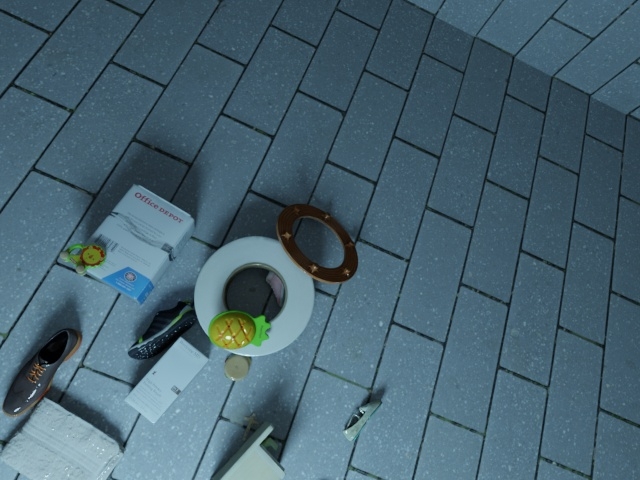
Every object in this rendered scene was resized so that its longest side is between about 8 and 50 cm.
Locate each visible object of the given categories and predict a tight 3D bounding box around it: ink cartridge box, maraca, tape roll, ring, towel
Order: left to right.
[{"bbox_3d":[-0.709,0.586,1.227,0.282,0.049,0.187,33,66,-2],"label":"towel"},{"bbox_3d":[-0.579,0.012,1.410,0.223,0.129,0.307,31,68,-2],"label":"ink cartridge box"},{"bbox_3d":[-0.243,0.270,1.337,0.186,0.099,0.127,6,106,-17],"label":"maraca"},{"bbox_3d":[-0.210,0.178,1.447,0.392,0.072,0.391,1,77,-4],"label":"tape roll"},{"bbox_3d":[0.000,0.000,1.535,0.337,0.032,0.336,25,40,-23],"label":"ring"}]

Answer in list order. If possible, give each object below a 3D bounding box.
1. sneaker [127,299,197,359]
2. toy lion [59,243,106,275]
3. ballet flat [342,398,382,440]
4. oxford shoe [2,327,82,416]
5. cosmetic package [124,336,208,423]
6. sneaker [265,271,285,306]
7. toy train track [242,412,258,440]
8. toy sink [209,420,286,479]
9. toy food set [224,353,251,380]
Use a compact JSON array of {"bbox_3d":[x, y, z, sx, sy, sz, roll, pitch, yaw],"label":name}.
[{"bbox_3d":[-0.497,0.275,1.386,0.235,0.084,0.097,-34,59,-23],"label":"sneaker"},{"bbox_3d":[-0.683,0.046,1.290,0.100,0.034,0.096,40,62,2],"label":"toy lion"},{"bbox_3d":[0.136,0.576,1.453,0.052,0.057,0.168,40,66,11],"label":"ballet flat"},{"bbox_3d":[-0.797,0.364,1.250,0.097,0.098,0.271,30,67,-4],"label":"oxford shoe"},{"bbox_3d":[-0.456,0.415,1.333,0.117,0.085,0.231,39,68,0],"label":"cosmetic package"},{"bbox_3d":[-0.154,0.159,1.521,0.070,0.051,0.134,2,80,4],"label":"sneaker"},{"bbox_3d":[-0.222,0.578,1.377,0.048,0.014,0.083,24,68,-6],"label":"toy train track"},{"bbox_3d":[-0.190,0.662,1.284,0.131,0.153,0.234,45,66,3],"label":"toy sink"},{"bbox_3d":[-0.268,0.405,1.420,0.083,0.020,0.083,14,69,-10],"label":"toy food set"}]
